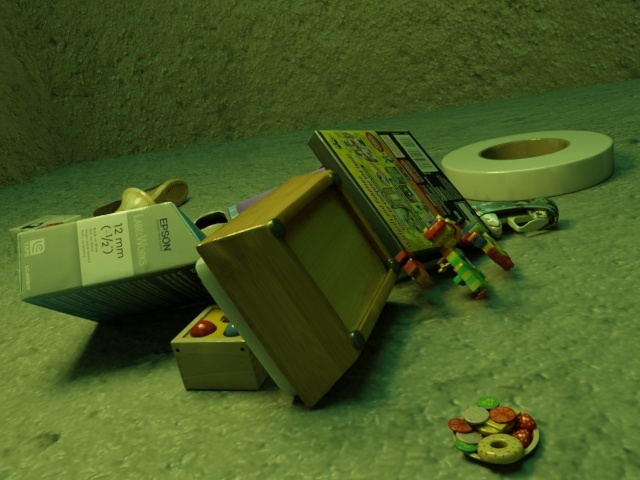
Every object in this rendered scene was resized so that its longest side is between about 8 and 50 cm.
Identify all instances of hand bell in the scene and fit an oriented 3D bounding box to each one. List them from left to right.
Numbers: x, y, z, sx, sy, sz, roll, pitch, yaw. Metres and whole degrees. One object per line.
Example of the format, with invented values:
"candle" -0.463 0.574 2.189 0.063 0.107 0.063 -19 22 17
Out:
"hand bell" -0.547 -0.026 1.537 0.126 0.126 0.242 -1 33 29

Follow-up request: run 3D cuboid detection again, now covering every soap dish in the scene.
"soap dish" -0.010 0.038 0.769 0.118 0.229 0.291 -30 8 28

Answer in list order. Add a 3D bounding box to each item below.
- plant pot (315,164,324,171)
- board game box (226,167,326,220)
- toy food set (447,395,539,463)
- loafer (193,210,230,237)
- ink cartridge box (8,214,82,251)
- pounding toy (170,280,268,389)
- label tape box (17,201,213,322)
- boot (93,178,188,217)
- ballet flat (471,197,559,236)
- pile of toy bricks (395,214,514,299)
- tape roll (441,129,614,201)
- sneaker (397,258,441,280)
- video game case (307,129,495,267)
"plant pot" 0.115 -0.145 1.435 0.237 0.110 0.237 -11 18 4
"board game box" 0.005 -0.098 1.220 0.347 0.078 0.233 -17 3 41
"toy food set" 0.167 0.184 0.564 0.083 0.020 0.082 -26 23 -36
"loafer" -0.237 -0.022 1.308 0.101 0.092 0.268 -17 19 -17
"ink cartridge box" -0.771 -0.019 1.655 0.175 0.073 0.127 2 23 34
"pounding toy" -0.126 0.121 0.799 0.130 0.100 0.141 -4 19 20
"label tape box" -0.252 0.034 0.941 0.347 0.115 0.249 -13 -16 1
"boot" -0.555 -0.128 1.819 0.206 0.090 0.248 1 25 27
"ballet flat" 0.337 -0.037 1.059 0.188 0.070 0.070 -12 18 10
"pile of toy bricks" 0.208 0.040 0.850 0.212 0.118 0.105 11 36 -55
"tape roll" 0.485 -0.185 1.392 0.391 0.072 0.392 -11 19 4
"sneaker" 0.145 0.004 1.000 0.228 0.092 0.087 -22 19 -32
"video game case" 0.141 -0.084 0.998 0.248 0.035 0.275 -9 57 -42
